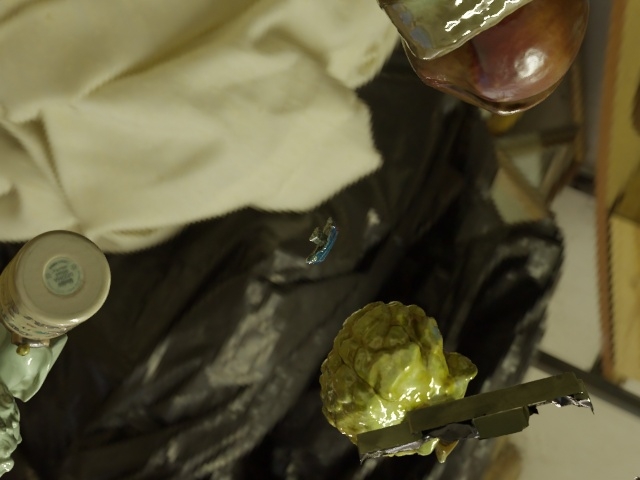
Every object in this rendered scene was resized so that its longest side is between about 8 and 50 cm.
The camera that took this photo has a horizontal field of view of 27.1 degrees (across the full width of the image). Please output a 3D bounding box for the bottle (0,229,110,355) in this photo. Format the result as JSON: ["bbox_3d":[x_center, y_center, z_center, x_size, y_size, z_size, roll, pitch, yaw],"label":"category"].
[{"bbox_3d":[-0.289,0.061,1.394,0.209,0.097,0.110,151,-56,-66],"label":"bottle"}]

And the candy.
[{"bbox_3d":[0.167,-0.281,1.319,0.234,0.102,0.104,-30,129,13],"label":"candy"}]

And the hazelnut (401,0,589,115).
[{"bbox_3d":[0.202,-0.260,1.566,0.217,0.217,0.251,-63,-173,-4],"label":"hazelnut"}]

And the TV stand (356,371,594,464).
[{"bbox_3d":[0.159,0.188,1.388,0.036,0.249,0.042,-102,178,-52],"label":"TV stand"}]

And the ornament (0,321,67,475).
[{"bbox_3d":[-0.374,0.155,1.500,0.285,0.130,0.120,-82,-162,-62],"label":"ornament"}]

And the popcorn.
[{"bbox_3d":[0.116,0.221,2.080,0.224,0.258,0.270,-37,111,-21],"label":"popcorn"}]

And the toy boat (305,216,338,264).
[{"bbox_3d":[0.000,0.000,1.979,0.083,0.038,0.038,-61,155,-26],"label":"toy boat"}]

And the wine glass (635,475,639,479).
[{"bbox_3d":[0.315,0.438,1.374,0.357,0.190,0.190,-55,153,-13],"label":"wine glass"}]
